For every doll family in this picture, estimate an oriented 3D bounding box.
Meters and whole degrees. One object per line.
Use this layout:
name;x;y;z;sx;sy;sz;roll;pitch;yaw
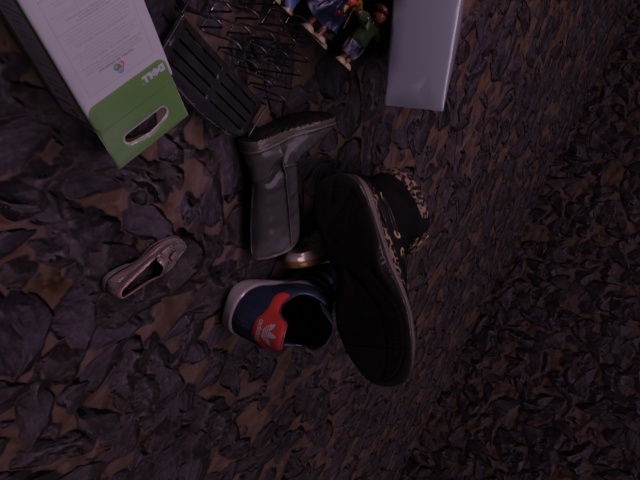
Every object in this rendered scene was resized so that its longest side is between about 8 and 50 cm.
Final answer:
doll family;0.019;-0.305;0.620;0.111;0.076;0.193;-49;155;14

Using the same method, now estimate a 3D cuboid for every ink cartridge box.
ink cartridge box;-0.220;-0.186;0.494;0.109;0.062;0.209;-49;153;-25

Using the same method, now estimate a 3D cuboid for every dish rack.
dish rack;-0.078;-0.274;0.640;0.272;0.074;0.208;-61;146;-6

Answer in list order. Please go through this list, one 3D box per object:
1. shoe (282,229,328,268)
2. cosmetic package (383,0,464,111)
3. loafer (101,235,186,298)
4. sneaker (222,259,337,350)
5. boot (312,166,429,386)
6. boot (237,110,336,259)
shoe;0.000;0.000;0.942;0.219;0.076;0.059;-26;107;-51
cosmetic package;0.183;-0.396;0.784;0.377;0.097;0.285;-62;160;-56
loafer;-0.225;0.038;0.662;0.125;0.039;0.045;-37;137;-36
sneaker;-0.011;0.128;0.926;0.350;0.148;0.131;-14;122;-51
boot;0.125;0.043;0.932;0.284;0.138;0.378;-30;104;-59
boot;-0.047;-0.089;0.804;0.189;0.076;0.209;-26;125;-26
